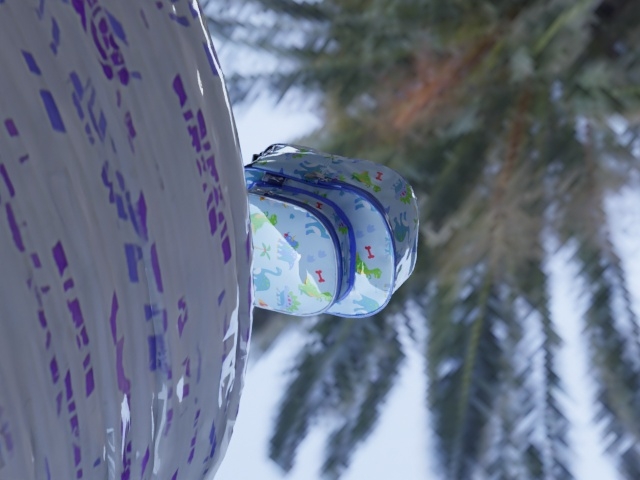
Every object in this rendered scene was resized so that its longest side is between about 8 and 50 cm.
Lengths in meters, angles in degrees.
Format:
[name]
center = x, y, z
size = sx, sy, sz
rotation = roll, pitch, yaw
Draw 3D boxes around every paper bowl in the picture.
[paper bowl]
center = -0.167, -0.002, 0.379
size = 0.284, 0.284, 0.148
rotation = 41, -135, 5

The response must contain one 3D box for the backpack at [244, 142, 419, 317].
[backpack]
center = 0.000, 0.000, 1.265
size = 0.114, 0.105, 0.084
rotation = 9, -152, 20
